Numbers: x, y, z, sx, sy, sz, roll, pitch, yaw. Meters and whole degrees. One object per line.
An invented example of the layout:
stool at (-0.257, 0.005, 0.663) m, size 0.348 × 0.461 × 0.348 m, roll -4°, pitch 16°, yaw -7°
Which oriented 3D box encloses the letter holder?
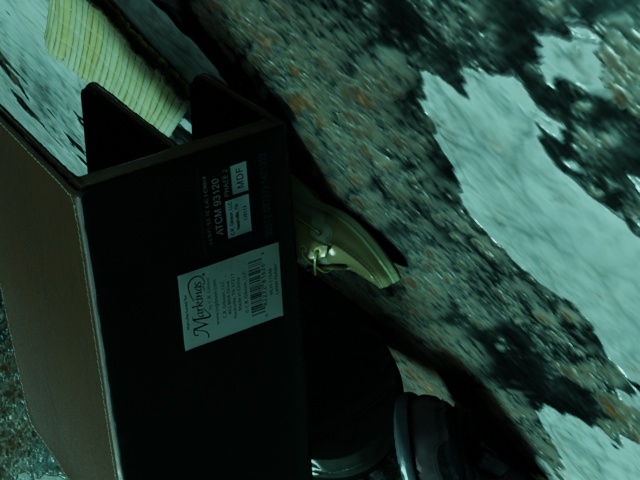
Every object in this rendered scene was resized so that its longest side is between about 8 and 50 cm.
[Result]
letter holder at (-0.131, 0.035, 1.105) m, size 0.214 × 0.152 × 0.302 m, roll 37°, pitch 139°, yaw 48°

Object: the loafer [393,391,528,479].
loafer at (0.136, 0.205, 1.233) m, size 0.302 × 0.095 × 0.109 m, roll 62°, pitch -157°, yaw -50°

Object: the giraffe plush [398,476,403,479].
giraffe plush at (0.020, 0.306, 1.550) m, size 0.210 × 0.181 × 0.170 m, roll 19°, pitch 132°, yaw 31°

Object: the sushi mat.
sushi mat at (-0.174, -0.143, 1.274) m, size 0.151 × 0.019 × 0.316 m, roll 46°, pitch 169°, yaw -4°

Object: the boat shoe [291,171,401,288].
boat shoe at (0.000, 0.000, 1.063) m, size 0.135 × 0.045 × 0.050 m, roll 37°, pitch 166°, yaw 40°

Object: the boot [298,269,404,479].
boot at (0.007, 0.157, 1.363) m, size 0.260 × 0.131 × 0.348 m, roll 62°, pitch 172°, yaw -35°
